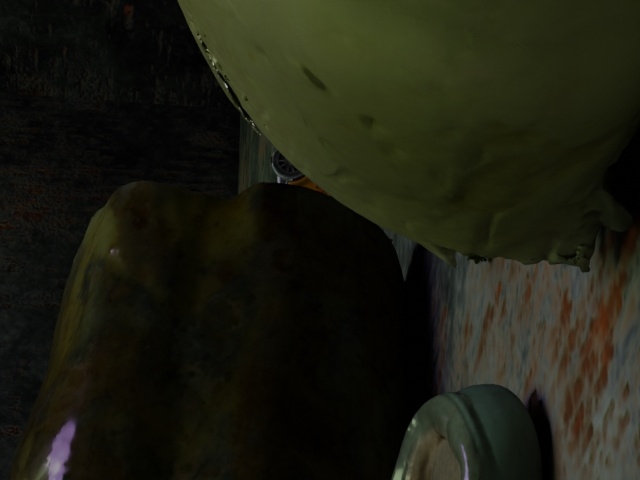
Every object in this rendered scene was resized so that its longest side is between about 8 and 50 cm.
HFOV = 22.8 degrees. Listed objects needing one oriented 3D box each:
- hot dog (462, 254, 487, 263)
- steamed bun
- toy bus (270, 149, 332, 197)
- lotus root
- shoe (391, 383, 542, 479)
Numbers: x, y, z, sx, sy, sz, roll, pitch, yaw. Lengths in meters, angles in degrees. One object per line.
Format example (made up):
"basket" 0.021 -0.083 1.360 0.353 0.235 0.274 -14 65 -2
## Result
"hot dog" 0.071 -0.031 0.742 0.037 0.021 0.083 149 126 -85
"steamed bun" 0.018 -0.128 0.511 0.232 0.166 0.273 116 149 -75
"toy bus" 0.000 0.000 1.193 0.069 0.074 0.162 82 -172 -80
"lotus root" -0.065 0.146 0.916 0.250 0.250 0.346 101 178 -51
"shoe" 0.028 0.177 0.647 0.103 0.100 0.251 -112 29 -76
